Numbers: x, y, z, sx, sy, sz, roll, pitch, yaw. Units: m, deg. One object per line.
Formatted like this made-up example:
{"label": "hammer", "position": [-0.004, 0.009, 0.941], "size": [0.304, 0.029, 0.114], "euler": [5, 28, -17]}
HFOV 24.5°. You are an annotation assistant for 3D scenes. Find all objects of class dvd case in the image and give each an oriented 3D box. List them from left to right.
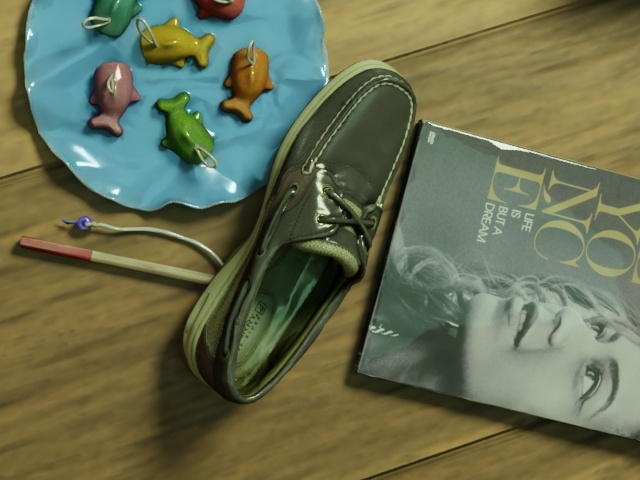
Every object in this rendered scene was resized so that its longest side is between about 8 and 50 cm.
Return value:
{"label": "dvd case", "position": [0.147, 0.030, 0.938], "size": [0.221, 0.018, 0.165], "euler": [14, 92, -10]}

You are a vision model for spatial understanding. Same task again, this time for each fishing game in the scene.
{"label": "fishing game", "position": [-0.083, -0.104, 0.879], "size": [0.189, 0.041, 0.264], "euler": [13, 95, -11]}

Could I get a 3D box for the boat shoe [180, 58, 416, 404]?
{"label": "boat shoe", "position": [-0.001, 0.000, 0.875], "size": [0.080, 0.073, 0.223], "euler": [30, 93, -34]}
